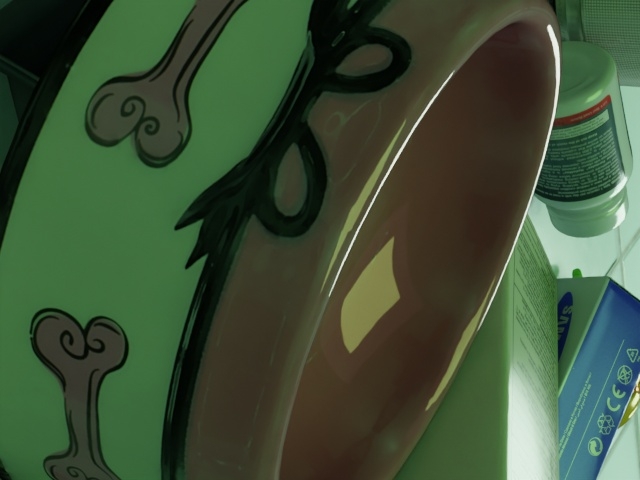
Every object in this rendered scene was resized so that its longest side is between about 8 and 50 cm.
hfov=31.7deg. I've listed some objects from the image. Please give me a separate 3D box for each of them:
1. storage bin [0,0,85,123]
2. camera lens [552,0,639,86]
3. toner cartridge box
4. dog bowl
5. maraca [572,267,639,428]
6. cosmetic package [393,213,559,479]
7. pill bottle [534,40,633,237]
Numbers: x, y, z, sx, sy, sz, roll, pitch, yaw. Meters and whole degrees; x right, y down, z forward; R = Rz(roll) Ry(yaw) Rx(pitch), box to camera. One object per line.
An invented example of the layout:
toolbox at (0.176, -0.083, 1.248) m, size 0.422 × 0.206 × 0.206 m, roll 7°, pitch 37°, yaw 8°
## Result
storage bin at (-0.117, -0.098, 0.621) m, size 0.135 × 0.098 × 0.091 m, roll -49°, pitch 163°, yaw -36°
camera lens at (0.382, -0.256, 1.105) m, size 0.219 × 0.274 × 0.219 m, roll -18°, pitch 112°, yaw -51°
toner cartridge box at (0.152, 0.198, 0.971) m, size 0.075 × 0.165 × 0.348 m, roll 35°, pitch 71°, yaw -22°
dog bowl at (0.000, 0.000, 0.643) m, size 0.408 × 0.150 × 0.408 m, roll -51°, pitch 155°, yaw -35°
maraca at (0.301, 0.124, 1.246) m, size 0.127 × 0.099 × 0.186 m, roll -35°, pitch 112°, yaw -79°
cosmetic package at (0.102, 0.117, 0.853) m, size 0.153 × 0.129 × 0.296 m, roll 58°, pitch 31°, yaw -44°
pill bottle at (0.248, -0.093, 1.105) m, size 0.108 × 0.108 × 0.180 m, roll -53°, pitch 137°, yaw -32°
